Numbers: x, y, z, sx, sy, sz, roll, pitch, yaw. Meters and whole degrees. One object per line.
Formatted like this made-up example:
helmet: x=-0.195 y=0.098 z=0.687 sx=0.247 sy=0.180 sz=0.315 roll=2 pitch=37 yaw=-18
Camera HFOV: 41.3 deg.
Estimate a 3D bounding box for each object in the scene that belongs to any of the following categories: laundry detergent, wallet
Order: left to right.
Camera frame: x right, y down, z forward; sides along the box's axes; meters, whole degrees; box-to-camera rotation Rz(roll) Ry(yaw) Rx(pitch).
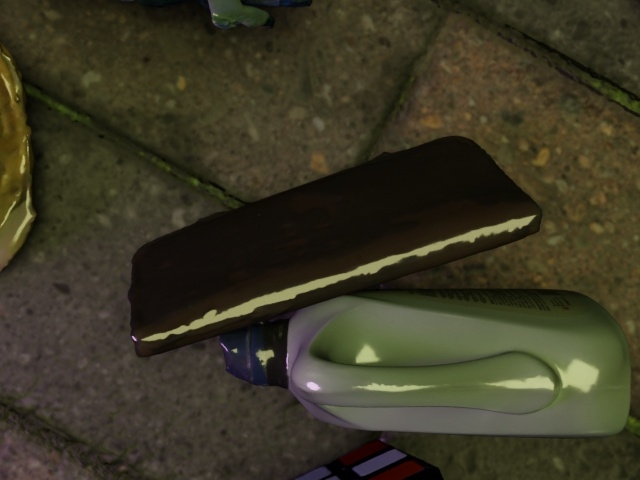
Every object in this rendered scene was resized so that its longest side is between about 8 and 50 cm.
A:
wallet: x=0.000 y=0.000 z=0.666 sx=0.309 sy=0.165 sz=0.042 roll=-19 pitch=116 yaw=-4
laundry detergent: x=0.063 y=0.088 z=0.634 sx=0.280 sy=0.215 sz=0.105 roll=2 pitch=93 yaw=-1

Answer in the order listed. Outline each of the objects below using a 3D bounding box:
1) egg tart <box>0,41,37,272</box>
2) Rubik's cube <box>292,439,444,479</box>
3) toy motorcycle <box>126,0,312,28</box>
egg tart: x=-0.382 y=-0.076 z=0.623 sx=0.341 sy=0.129 sz=0.341 roll=-3 pitch=102 yaw=-14
Rubik's cube: x=0.026 y=0.264 z=0.644 sx=0.163 sy=0.162 sz=0.161 roll=-23 pitch=89 yaw=-11
toy motorcycle: x=-0.129 y=-0.245 z=0.656 sx=0.260 sy=0.206 sz=0.154 roll=6 pitch=127 yaw=-3
